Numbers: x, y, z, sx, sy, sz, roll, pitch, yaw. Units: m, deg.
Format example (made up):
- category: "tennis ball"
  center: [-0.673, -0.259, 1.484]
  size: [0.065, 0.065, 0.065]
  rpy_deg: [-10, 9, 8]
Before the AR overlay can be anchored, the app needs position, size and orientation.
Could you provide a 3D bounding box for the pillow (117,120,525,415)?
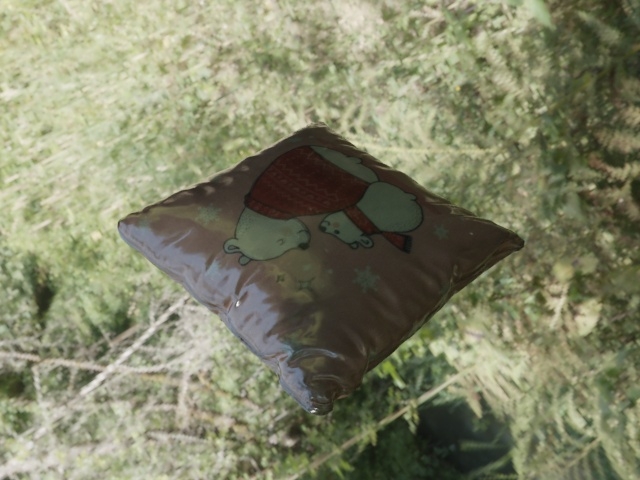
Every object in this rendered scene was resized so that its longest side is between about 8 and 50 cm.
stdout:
- category: "pillow"
  center: [0.000, 0.000, 0.638]
  size: [0.236, 0.223, 0.084]
  rpy_deg: [36, 145, 26]
